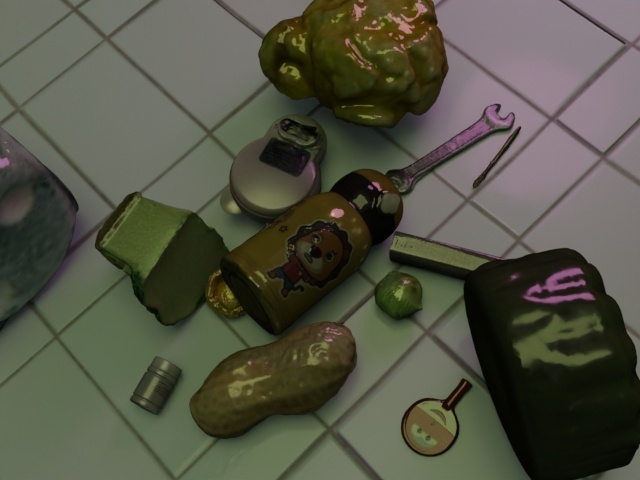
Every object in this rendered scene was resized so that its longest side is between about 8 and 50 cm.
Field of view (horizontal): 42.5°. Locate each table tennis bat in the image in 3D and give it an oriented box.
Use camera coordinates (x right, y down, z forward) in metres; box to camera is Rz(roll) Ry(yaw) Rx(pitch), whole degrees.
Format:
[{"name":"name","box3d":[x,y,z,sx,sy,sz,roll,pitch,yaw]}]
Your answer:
[{"name":"table tennis bat","box3d":[0.207,0.303,1.426,0.098,0.019,0.155,39,78,21]}]

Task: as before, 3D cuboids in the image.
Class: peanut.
[{"name":"peanut","box3d":[-0.080,0.243,1.428,0.313,0.149,0.149,-20,64,0]}]

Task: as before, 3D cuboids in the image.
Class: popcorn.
[{"name":"popcorn","box3d":[0.079,-0.373,1.601,0.334,0.292,0.294,18,105,41]}]

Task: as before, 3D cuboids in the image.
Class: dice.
[{"name":"dice","box3d":[-0.683,-0.058,1.526,0.328,0.330,0.348,32,69,23]}]

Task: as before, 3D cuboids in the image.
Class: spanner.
[{"name":"spanner","box3d":[0.260,-0.182,1.642,0.302,0.017,0.071,-34,66,-9]}]

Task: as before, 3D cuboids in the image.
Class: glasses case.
[{"name":"glasses case","box3d":[0.230,0.038,1.514,0.204,0.071,0.047,14,71,13]}]

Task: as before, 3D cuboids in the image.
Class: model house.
[{"name":"model house","box3d":[-0.309,0.028,1.526,0.189,0.214,0.195,27,77,26]}]

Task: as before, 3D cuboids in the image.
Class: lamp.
[{"name":"lamp","box3d":[-0.077,-0.132,1.609,0.179,0.108,0.246,26,74,6]}]

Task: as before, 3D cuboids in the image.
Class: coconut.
[{"name":"coconut","box3d":[0.146,0.100,1.491,0.096,0.088,0.088,28,72,24]}]

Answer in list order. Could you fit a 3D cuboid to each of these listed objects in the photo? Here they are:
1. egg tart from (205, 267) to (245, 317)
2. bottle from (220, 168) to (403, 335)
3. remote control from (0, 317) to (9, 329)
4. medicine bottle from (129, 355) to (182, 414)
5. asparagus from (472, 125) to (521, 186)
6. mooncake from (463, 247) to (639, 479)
[{"name":"egg tart","box3d":[-0.166,0.094,1.548,0.105,0.039,0.105,1,80,-6]},{"name":"bottle","box3d":[0.000,0.000,1.494,0.351,0.172,0.171,-39,66,-18]},{"name":"remote control","box3d":[-0.651,0.188,1.584,0.043,0.027,0.153,19,67,25]},{"name":"medicine bottle","box3d":[-0.297,0.261,1.485,0.058,0.058,0.091,23,70,17]},{"name":"asparagus","box3d":[0.349,-0.165,1.624,0.016,0.013,0.166,44,74,-20]},{"name":"mooncake","box3d":[0.361,0.189,1.273,0.194,0.356,0.357,-18,64,1]}]
